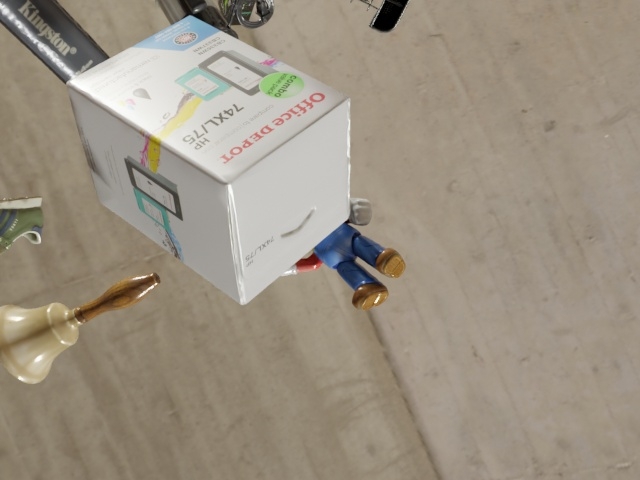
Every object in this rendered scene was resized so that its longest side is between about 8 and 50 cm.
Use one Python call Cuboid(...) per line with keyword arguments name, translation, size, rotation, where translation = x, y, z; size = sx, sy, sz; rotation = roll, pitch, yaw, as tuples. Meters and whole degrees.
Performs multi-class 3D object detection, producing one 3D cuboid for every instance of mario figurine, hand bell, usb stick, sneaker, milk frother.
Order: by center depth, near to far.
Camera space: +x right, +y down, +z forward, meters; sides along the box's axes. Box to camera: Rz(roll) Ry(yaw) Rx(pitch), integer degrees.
Cuboid(name="usb stick", translation=(-0.378, -0.295, 1.068), size=(0.045, 0.278, 0.077), rotation=(26, -104, 36))
Cuboid(name="hand bell", translation=(-0.338, 0.102, 1.162), size=(0.242, 0.126, 0.126), rotation=(-26, -94, 12))
Cuboid(name="sneaker", translation=(-0.513, -0.018, 1.255), size=(0.064, 0.192, 0.086), rotation=(0, -81, 36))
Cuboid(name="milk frother", translation=(-0.165, -0.368, 1.258), size=(0.135, 0.143, 0.129), rotation=(58, -27, 21))
Cuboid(name="mario figurine", translation=(0.000, 0.000, 1.577), size=(0.320, 0.198, 0.170), rotation=(37, -22, 33))

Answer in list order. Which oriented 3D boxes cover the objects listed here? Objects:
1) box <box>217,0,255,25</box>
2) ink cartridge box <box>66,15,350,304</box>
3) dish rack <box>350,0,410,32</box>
Cuboid(name="box", translation=(-0.165, -0.473, 1.580), size=(0.083, 0.052, 0.062), rotation=(126, -49, -61))
Cuboid(name="ink cartridge box", translation=(-0.125, -0.103, 0.965), size=(0.270, 0.198, 0.197), rotation=(32, -35, 28))
Cuboid(name="dish rack", translation=(0.047, -0.500, 1.351), size=(0.271, 0.074, 0.208), rotation=(25, -53, -4))
